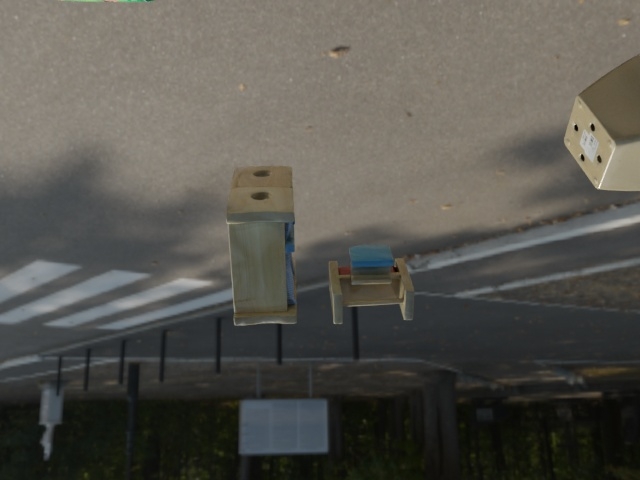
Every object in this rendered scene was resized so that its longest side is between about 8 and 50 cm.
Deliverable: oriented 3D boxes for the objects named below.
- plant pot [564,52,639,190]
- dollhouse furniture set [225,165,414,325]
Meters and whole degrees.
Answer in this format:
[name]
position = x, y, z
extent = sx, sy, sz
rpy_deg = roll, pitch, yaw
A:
[plant pot]
position = 0.312, -0.112, 0.678
extent = 0.096, 0.109, 0.109
rpy_deg = -17, 146, -4
[dollhouse furniture set]
position = 0.000, 0.000, 0.717
extent = 0.184, 0.129, 0.129
rpy_deg = -2, -153, -2
